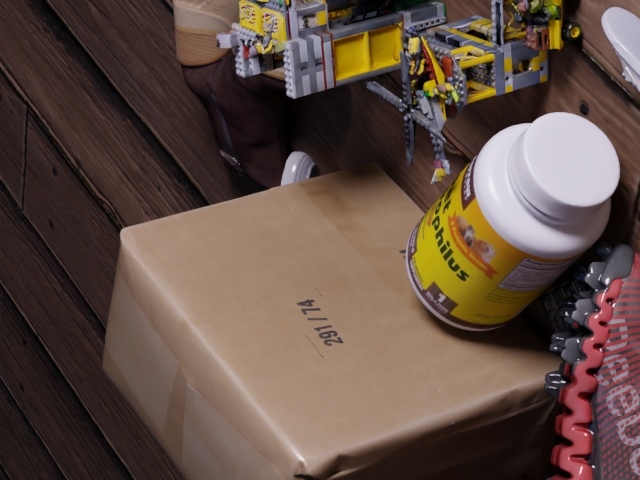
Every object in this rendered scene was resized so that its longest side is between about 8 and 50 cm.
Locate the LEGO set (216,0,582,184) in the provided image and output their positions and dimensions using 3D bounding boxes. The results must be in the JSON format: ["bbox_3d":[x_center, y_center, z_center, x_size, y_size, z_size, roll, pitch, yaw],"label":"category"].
[{"bbox_3d":[0.037,-0.218,1.591,0.331,0.192,0.255,37,136,47],"label":"LEGO set"}]

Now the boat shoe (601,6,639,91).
[{"bbox_3d":[0.240,-0.130,1.454,0.100,0.035,0.035,53,144,18],"label":"boat shoe"}]

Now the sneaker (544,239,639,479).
[{"bbox_3d":[0.244,0.141,1.538,0.097,0.135,0.276,57,-140,-89],"label":"sneaker"}]

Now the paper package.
[{"bbox_3d":[0.009,0.113,1.710,0.325,0.309,0.168,47,139,37],"label":"paper package"}]

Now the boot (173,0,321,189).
[{"bbox_3d":[-0.048,-0.138,1.937,0.248,0.090,0.207,29,145,45],"label":"boot"}]

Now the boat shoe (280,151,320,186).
[{"bbox_3d":[0.000,0.000,1.928,0.063,0.066,0.184,4,110,21],"label":"boat shoe"}]

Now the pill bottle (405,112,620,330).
[{"bbox_3d":[0.158,-0.017,1.575,0.117,0.117,0.215,63,150,16],"label":"pill bottle"}]

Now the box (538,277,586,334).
[{"bbox_3d":[0.221,0.073,1.620,0.067,0.018,0.083,-38,73,60],"label":"box"}]
